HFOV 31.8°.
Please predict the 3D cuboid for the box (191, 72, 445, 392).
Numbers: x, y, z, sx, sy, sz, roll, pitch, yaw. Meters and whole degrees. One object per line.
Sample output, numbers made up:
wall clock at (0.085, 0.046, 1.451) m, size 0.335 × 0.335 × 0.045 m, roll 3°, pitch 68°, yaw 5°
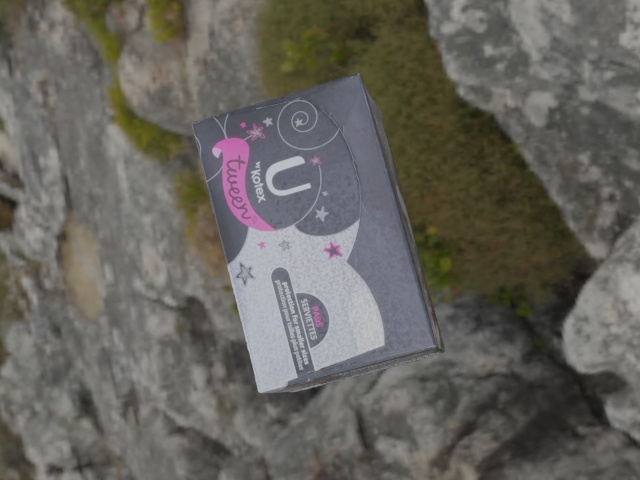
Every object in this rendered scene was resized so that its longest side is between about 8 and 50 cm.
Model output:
box at (0.000, 0.000, 1.006) m, size 0.142 × 0.163 × 0.247 m, roll 39°, pitch -144°, yaw -78°
